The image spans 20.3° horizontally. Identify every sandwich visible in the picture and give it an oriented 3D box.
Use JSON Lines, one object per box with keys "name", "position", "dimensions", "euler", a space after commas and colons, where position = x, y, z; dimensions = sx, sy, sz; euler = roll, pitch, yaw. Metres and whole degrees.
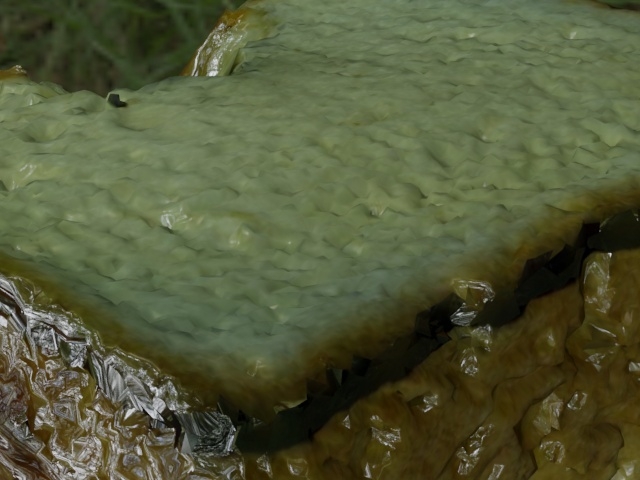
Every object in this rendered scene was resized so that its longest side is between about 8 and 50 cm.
{"name": "sandwich", "position": [0.000, 0.001, 0.510], "dimensions": [0.249, 0.273, 0.095], "euler": [26, 128, 44]}
